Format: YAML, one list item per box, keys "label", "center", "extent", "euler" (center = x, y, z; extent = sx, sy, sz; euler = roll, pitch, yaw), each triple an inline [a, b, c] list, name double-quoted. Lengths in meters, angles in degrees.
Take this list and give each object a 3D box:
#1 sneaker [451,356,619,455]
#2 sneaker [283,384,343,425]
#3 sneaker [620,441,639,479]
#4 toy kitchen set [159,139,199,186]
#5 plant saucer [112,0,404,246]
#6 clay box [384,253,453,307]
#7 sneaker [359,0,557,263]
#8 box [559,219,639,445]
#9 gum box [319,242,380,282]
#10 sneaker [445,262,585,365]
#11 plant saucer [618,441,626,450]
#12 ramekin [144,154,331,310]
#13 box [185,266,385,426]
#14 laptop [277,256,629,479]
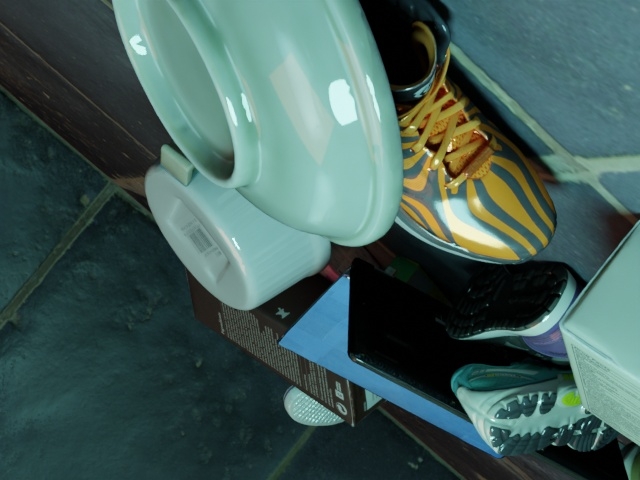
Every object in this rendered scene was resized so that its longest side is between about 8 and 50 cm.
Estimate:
- label: "sneaker"
  center: [0.268, 0.170, 1.586]
  extent: [0.275, 0.107, 0.110]
  euler: [5, -153, -37]
- label: "sneaker"
  center: [0.024, 0.211, 2.317]
  extent: [0.282, 0.102, 0.161]
  euler: [-11, -139, -40]
- label: "sneaker"
  center: [0.539, 0.366, 1.642]
  extent: [0.410, 0.158, 0.182]
  euler: [33, 154, 4]
- label: "toy kitchen set"
  center: [-0.053, -0.086, 1.598]
  extent: [0.207, 0.166, 0.122]
  euler: [38, 170, 6]
- label: "plant saucer"
  center: [-0.082, -0.157, 1.166]
  extent: [0.400, 0.100, 0.400]
  euler: [52, 160, 27]
- label: "clay box"
  center: [0.138, 0.133, 2.014]
  extent: [0.053, 0.127, 0.222]
  euler: [30, 166, 44]
- label: "sneaker"
  center: [0.087, -0.097, 1.170]
  extent: [0.321, 0.124, 0.180]
  euler: [40, 171, -7]
- label: "box"
  center: [0.317, 0.106, 1.249]
  extent: [0.148, 0.127, 0.232]
  euler: [34, 169, 25]
- label: "gum box"
  center: [0.000, 0.000, 2.098]
  extent: [0.107, 0.062, 0.188]
  euler: [28, 166, 47]
- label: "sneaker"
  center: [0.241, 0.100, 1.582]
  extent: [0.124, 0.107, 0.283]
  euler: [35, 171, -15]
- label: "plant saucer"
  center: [0.505, 0.397, 2.141]
  extent: [0.317, 0.043, 0.317]
  euler: [38, 170, 8]
- label: "ramekin"
  center: [-0.124, -0.035, 1.956]
  extent: [0.277, 0.135, 0.277]
  euler: [43, 156, 25]
- label: "box"
  center: [-0.020, 0.112, 2.222]
  extent: [0.381, 0.191, 0.143]
  euler: [29, 141, 37]
- label: "laptop"
  center: [0.151, 0.220, 1.792]
  extent: [0.382, 0.236, 0.408]
  euler: [28, -159, -10]
